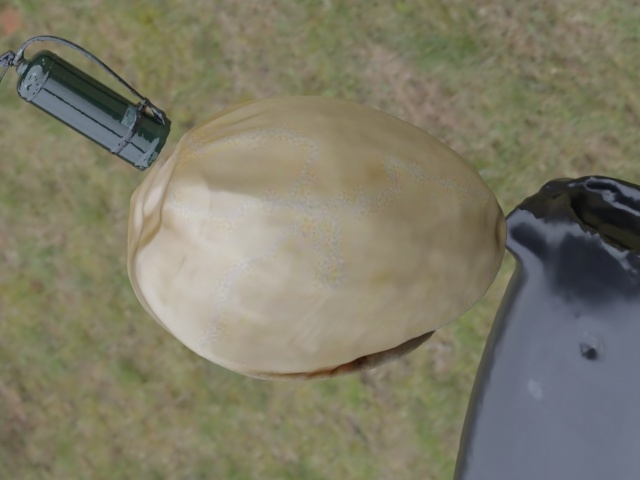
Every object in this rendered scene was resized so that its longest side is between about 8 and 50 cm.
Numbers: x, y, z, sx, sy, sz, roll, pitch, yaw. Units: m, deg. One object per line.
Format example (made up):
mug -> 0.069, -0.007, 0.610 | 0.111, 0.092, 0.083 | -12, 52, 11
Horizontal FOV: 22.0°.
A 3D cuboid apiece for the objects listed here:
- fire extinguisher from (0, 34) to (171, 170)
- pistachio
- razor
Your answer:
fire extinguisher -> -0.104, -0.064, 0.713 | 0.083, 0.025, 0.038 | 30, 107, -20
pistachio -> 0.000, 0.000, 0.903 | 0.157, 0.230, 0.157 | -4, 85, 53
razor -> 0.179, 0.139, 1.036 | 0.204, 0.113, 0.349 | 32, 130, 37
